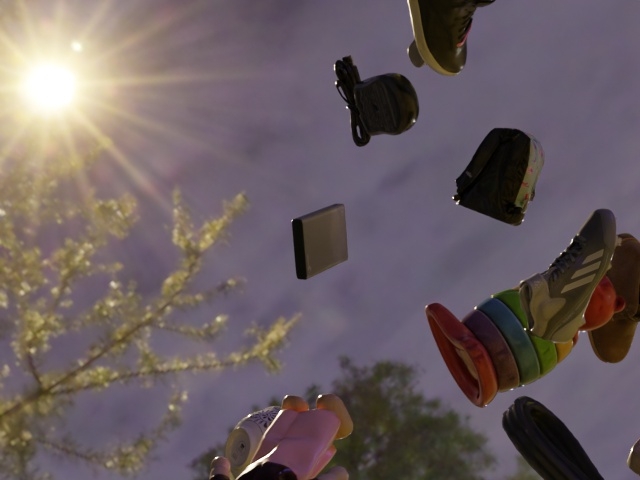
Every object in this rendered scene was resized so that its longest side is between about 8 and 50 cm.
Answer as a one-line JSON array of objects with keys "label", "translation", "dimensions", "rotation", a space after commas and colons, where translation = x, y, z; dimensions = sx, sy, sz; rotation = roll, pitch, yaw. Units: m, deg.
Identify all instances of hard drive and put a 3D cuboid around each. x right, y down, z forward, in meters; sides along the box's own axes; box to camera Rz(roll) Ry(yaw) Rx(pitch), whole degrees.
[{"label": "hard drive", "translation": [0.000, 0.000, 1.556], "dimensions": [0.135, 0.022, 0.094], "rotation": [-23, -68, -57]}]

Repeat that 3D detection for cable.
[{"label": "cable", "translation": [0.231, 0.245, 0.766], "dimensions": [0.139, 0.287, 0.072], "rotation": [-11, -46, -52]}]

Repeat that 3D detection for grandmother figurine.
[{"label": "grandmother figurine", "translation": [-0.062, 0.327, 1.328], "dimensions": [0.208, 0.104, 0.342], "rotation": [-16, 15, 30]}]

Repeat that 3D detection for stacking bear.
[{"label": "stacking bear", "translation": [0.343, 0.133, 1.592], "dimensions": [0.289, 0.175, 0.164], "rotation": [-27, -56, -10]}]

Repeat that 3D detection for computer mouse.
[{"label": "computer mouse", "translation": [0.125, -0.277, 1.953], "dimensions": [0.072, 0.272, 0.188], "rotation": [-20, -75, -19]}]

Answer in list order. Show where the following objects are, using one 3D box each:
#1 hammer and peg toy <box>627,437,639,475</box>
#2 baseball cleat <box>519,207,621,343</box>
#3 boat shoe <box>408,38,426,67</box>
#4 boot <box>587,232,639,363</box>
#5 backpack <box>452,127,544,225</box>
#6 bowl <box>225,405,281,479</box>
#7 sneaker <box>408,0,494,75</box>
[{"label": "hammer and peg toy", "translation": [0.500, 0.237, 0.925], "dimensions": [0.266, 0.361, 0.127], "rotation": [-30, -41, -40]}, {"label": "baseball cleat", "translation": [0.348, 0.045, 1.402], "dimensions": [0.109, 0.072, 0.206], "rotation": [16, -87, -19]}, {"label": "boat shoe", "translation": [0.250, -0.421, 2.032], "dimensions": [0.065, 0.075, 0.206], "rotation": [-25, -4, -26]}, {"label": "boot", "translation": [0.638, 0.146, 2.086], "dimensions": [0.112, 0.115, 0.305], "rotation": [-10, -61, -16]}, {"label": "backpack", "translation": [0.363, -0.133, 1.959], "dimensions": [0.115, 0.152, 0.182], "rotation": [11, -79, -61]}, {"label": "bowl", "translation": [-0.120, 0.379, 1.793], "dimensions": [0.080, 0.170, 0.170], "rotation": [20, -65, -40]}, {"label": "sneaker", "translation": [0.218, -0.349, 1.477], "dimensions": [0.104, 0.147, 0.296], "rotation": [-66, -30, -28]}]
